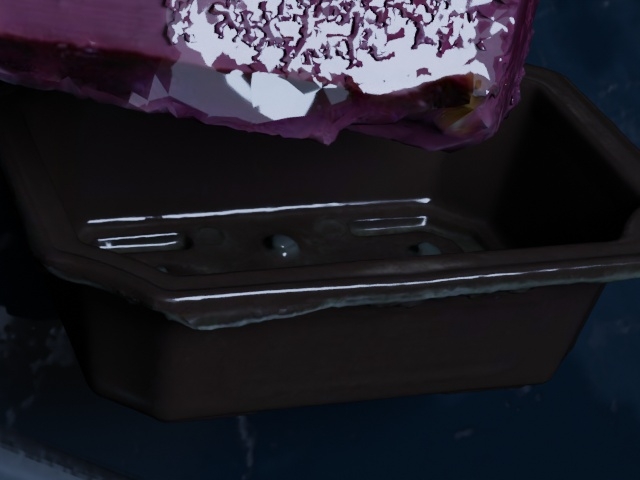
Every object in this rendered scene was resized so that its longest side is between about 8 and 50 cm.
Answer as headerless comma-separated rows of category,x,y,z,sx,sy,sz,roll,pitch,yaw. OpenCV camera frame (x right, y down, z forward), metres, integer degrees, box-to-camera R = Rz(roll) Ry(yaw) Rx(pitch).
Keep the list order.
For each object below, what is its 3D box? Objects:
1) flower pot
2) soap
flower pot,0.000,0.000,0.692,0.250,0.179,0.084,-5,124,-21
soap,-0.069,-0.106,0.626,0.289,0.182,0.112,11,96,10
